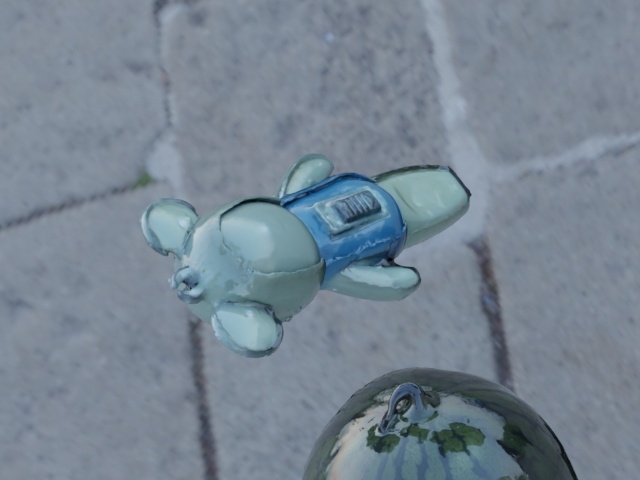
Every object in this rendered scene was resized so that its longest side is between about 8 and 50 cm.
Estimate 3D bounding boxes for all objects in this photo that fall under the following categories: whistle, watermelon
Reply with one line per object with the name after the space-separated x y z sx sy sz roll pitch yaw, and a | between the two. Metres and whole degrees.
0.000 0.000 1.142 0.114 0.236 0.077 51 134 19 | whistle
0.031 0.080 0.497 0.078 0.110 0.078 -1 30 1 | watermelon
